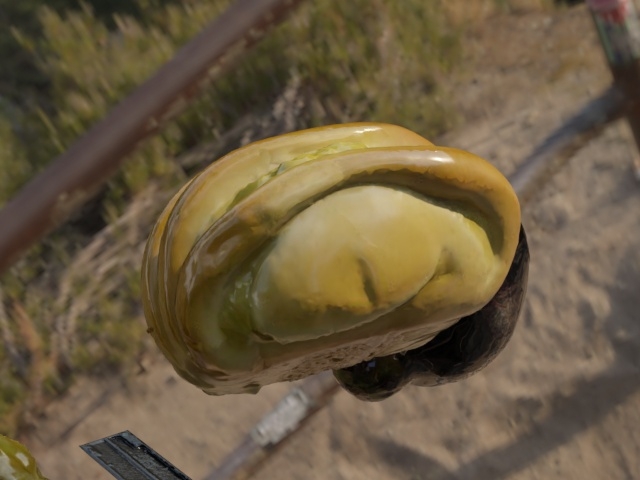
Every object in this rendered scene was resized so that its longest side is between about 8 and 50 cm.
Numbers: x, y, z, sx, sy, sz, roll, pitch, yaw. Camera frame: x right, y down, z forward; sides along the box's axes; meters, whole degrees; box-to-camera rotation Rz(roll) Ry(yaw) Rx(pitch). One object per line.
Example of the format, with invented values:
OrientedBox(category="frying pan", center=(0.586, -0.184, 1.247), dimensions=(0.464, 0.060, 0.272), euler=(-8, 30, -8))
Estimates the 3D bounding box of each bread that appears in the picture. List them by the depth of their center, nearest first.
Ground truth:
OrientedBox(category="bread", center=(0.000, 0.000, 1.332), dimensions=(0.316, 0.270, 0.211), euler=(-16, 80, -15))

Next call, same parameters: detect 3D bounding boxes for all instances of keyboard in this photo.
OrientedBox(category="keyboard", center=(-0.171, 0.238, 1.560), dimensions=(0.064, 0.010, 0.198), euler=(-13, 25, -33))

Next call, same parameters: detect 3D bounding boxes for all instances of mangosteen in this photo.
OrientedBox(category="mangosteen", center=(0.074, 0.033, 1.657), dimensions=(0.288, 0.287, 0.233), euler=(-27, 33, 4))

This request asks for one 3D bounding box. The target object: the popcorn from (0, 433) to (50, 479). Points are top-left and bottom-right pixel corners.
OrientedBox(category="popcorn", center=(-0.380, 0.264, 1.484), dimensions=(0.254, 0.190, 0.191), euler=(12, 59, 31))
